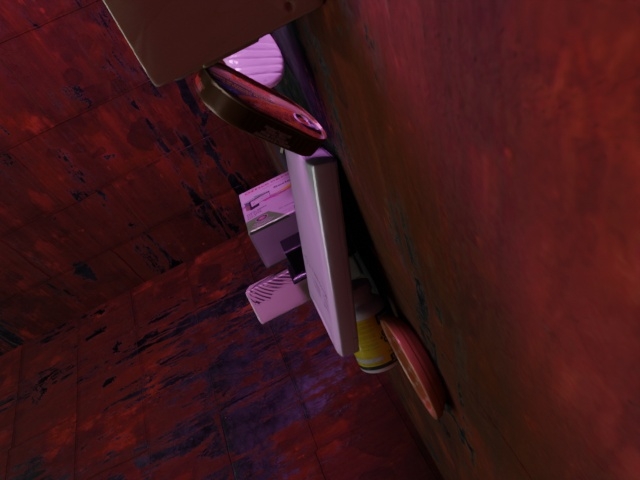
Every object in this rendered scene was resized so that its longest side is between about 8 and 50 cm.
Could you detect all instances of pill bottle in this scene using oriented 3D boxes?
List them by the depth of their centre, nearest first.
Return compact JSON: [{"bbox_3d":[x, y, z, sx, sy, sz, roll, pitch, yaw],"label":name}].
[{"bbox_3d":[0.100,0.177,0.928,0.103,0.103,0.184,-133,20,-80],"label":"pill bottle"}]

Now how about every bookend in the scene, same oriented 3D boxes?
[{"bbox_3d":[-0.026,-0.013,0.961,0.157,0.156,0.072,65,177,-29],"label":"bookend"}]

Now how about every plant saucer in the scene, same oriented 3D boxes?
[{"bbox_3d":[0.170,0.220,0.793,0.200,0.037,0.200,63,178,3],"label":"plant saucer"}]

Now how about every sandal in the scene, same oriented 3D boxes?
[{"bbox_3d":[-0.141,-0.323,0.688,0.265,0.102,0.076,60,174,14],"label":"sandal"}]

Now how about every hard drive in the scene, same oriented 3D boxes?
[{"bbox_3d":[0.000,0.000,0.799,0.233,0.047,0.353,-123,21,-61],"label":"hard drive"}]

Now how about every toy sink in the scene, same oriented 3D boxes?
[{"bbox_3d":[-0.112,-0.240,0.415,0.131,0.153,0.234,64,176,-29],"label":"toy sink"}]

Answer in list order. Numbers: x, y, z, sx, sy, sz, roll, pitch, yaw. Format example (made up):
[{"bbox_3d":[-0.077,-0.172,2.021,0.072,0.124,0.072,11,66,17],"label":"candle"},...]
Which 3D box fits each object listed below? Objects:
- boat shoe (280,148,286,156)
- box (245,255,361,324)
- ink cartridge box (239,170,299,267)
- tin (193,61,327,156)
[{"bbox_3d":[-0.055,-0.204,0.883,0.042,0.049,0.133,30,165,2],"label":"boat shoe"},{"bbox_3d":[-0.043,0.101,1.101,0.094,0.275,0.113,63,176,-5],"label":"box"},{"bbox_3d":[-0.095,-0.073,1.166,0.117,0.201,0.278,65,177,-29],"label":"ink cartridge box"},{"bbox_3d":[-0.072,-0.166,0.563,0.190,0.040,0.106,15,-141,-43],"label":"tin"}]
